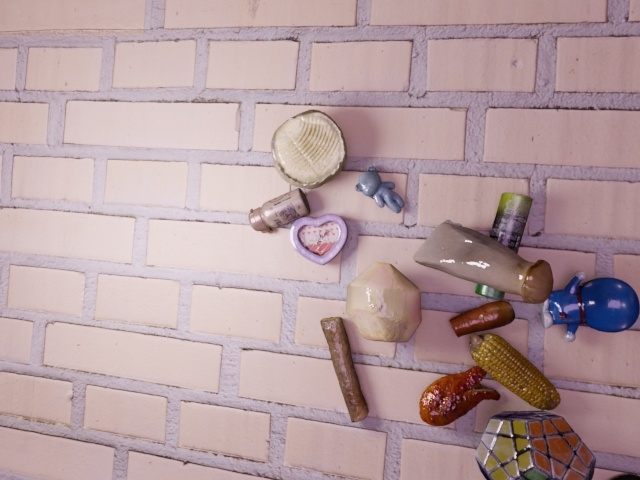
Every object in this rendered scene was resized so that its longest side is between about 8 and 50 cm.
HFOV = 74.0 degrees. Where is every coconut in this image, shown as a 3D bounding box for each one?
[{"bbox_3d":[0.198,0.189,1.328,0.259,0.259,0.259,0,89,11],"label":"coconut"}]

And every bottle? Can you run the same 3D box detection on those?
[{"bbox_3d":[-0.144,-0.094,1.470,0.209,0.097,0.110,-23,118,11],"label":"bottle"},{"bbox_3d":[0.570,0.020,1.328,0.093,0.093,0.330,16,92,11],"label":"bottle"}]

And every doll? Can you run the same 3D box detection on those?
[{"bbox_3d":[0.198,-0.159,1.424,0.180,0.075,0.120,43,57,-10],"label":"doll"},{"bbox_3d":[0.791,0.197,1.265,0.257,0.161,0.215,-4,101,27],"label":"doll"}]

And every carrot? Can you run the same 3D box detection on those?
[{"bbox_3d":[0.509,0.247,1.340,0.193,0.087,0.087,-19,85,9],"label":"carrot"}]

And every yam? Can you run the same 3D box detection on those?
[{"bbox_3d":[0.085,0.428,1.424,0.081,0.081,0.356,-18,87,10],"label":"yam"}]

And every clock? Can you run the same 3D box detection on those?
[{"bbox_3d":[0.000,0.000,1.452,0.198,0.064,0.172,-9,87,11],"label":"clock"}]

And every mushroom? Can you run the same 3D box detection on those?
[{"bbox_3d":[0.474,0.055,1.254,0.407,0.137,0.154,22,75,44],"label":"mushroom"}]

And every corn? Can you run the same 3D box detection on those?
[{"bbox_3d":[0.589,0.399,1.306,0.322,0.119,0.119,41,96,0],"label":"corn"}]

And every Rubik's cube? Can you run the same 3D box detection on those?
[{"bbox_3d":[0.603,0.633,1.204,0.264,0.319,0.319,-30,83,-4],"label":"Rubik's cube"}]

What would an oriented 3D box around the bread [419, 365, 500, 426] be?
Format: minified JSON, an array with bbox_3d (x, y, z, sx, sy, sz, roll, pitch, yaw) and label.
[{"bbox_3d":[0.434,0.494,1.344,0.269,0.095,0.139,-25,92,5],"label":"bread"}]

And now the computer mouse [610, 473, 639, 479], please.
[{"bbox_3d":[0.955,0.831,1.233,0.170,0.100,0.269,-39,82,10],"label":"computer mouse"}]

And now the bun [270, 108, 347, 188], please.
[{"bbox_3d":[-0.037,-0.295,1.423,0.259,0.152,0.259,0,96,1],"label":"bun"}]
